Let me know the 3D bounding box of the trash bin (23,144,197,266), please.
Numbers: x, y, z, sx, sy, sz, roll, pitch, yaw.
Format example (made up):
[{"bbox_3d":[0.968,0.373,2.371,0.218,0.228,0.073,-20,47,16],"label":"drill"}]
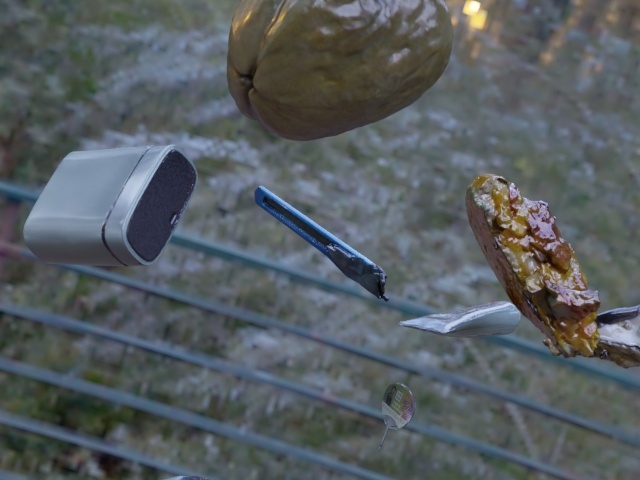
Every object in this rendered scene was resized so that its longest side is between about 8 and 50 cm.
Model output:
[{"bbox_3d":[-0.191,-0.032,1.470,0.130,0.116,0.059,0,-39,38],"label":"trash bin"}]

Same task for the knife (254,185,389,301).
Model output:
[{"bbox_3d":[-0.002,0.001,2.385,0.026,0.044,0.296,-21,43,-40],"label":"knife"}]

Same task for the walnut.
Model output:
[{"bbox_3d":[0.020,-0.242,1.909,0.227,0.283,0.283,46,19,23],"label":"walnut"}]

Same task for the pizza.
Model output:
[{"bbox_3d":[0.240,0.032,1.756,0.229,0.081,0.289,59,0,30],"label":"pizza"}]

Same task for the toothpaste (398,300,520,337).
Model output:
[{"bbox_3d":[0.176,0.095,1.904,0.064,0.041,0.218,11,8,36],"label":"toothpaste"}]

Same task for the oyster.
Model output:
[{"bbox_3d":[0.470,0.115,2.183,0.345,0.079,0.129,-14,38,16],"label":"oyster"}]

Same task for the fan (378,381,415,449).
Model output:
[{"bbox_3d":[0.083,0.198,1.882,0.003,0.080,0.060,15,42,-36],"label":"fan"}]

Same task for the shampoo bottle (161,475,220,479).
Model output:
[{"bbox_3d":[-0.188,0.326,1.727,0.078,0.134,0.359,23,-32,-25],"label":"shampoo bottle"}]
